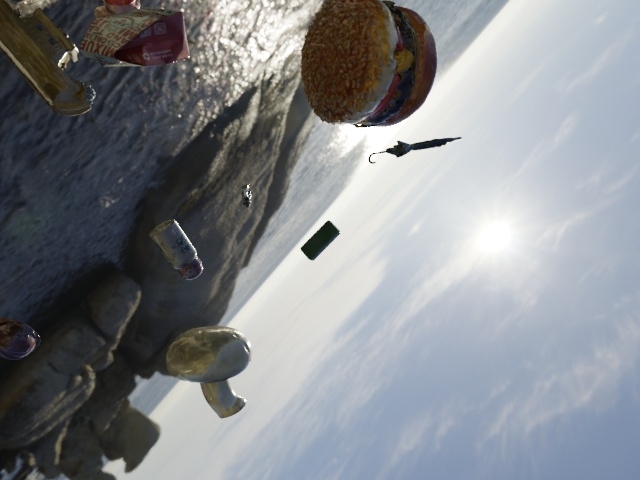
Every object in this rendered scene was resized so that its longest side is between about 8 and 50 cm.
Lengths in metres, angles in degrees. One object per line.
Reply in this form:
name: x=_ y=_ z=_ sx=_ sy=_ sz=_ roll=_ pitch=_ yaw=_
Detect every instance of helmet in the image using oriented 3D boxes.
helmet: x=-0.680 y=0.224 z=1.024 sx=0.089 sy=0.111 sz=0.057 roll=-44 pitch=-154 yaw=17

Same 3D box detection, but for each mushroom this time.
mushroom: x=-0.383 y=0.443 z=1.754 sx=0.315 sy=0.355 sz=0.315 roll=-58 pitch=180 yaw=-1

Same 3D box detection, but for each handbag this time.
handbag: x=-0.558 y=-0.605 z=1.426 sx=0.298 sy=0.170 sz=0.151 roll=-46 pitch=147 yaw=-46

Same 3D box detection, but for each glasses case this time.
glasses case: x=0.000 y=0.000 z=2.055 sx=0.184 sy=0.078 sz=0.039 roll=-45 pitch=159 yaw=7

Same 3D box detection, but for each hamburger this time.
hamburger: x=0.105 y=-0.446 z=1.197 sx=0.250 sy=0.330 sz=0.330 roll=-10 pitch=153 yaw=-43

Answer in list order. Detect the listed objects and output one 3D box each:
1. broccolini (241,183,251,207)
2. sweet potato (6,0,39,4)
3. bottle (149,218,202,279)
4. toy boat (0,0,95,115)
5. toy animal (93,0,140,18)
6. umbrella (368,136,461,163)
broccolini: x=-0.292 y=-0.191 z=1.894 sx=0.057 sy=0.071 sz=0.254 roll=-46 pitch=-176 yaw=-13
sweet potato: x=-1.000 y=-0.804 z=1.535 sx=0.075 sy=0.074 sz=0.269 roll=-48 pitch=-173 yaw=39
bottle: x=-0.532 y=0.042 z=1.770 sx=0.109 sy=0.233 sz=0.110 roll=-24 pitch=-158 yaw=11
toy boat: x=-0.588 y=-0.408 z=0.973 sx=0.121 sy=0.321 sz=0.089 roll=-42 pitch=-166 yaw=-19
toy animal: x=-0.803 y=-0.930 z=1.870 sx=0.197 sy=0.171 sz=0.171 roll=-42 pitch=-175 yaw=32
umbrella: x=0.230 y=-0.226 z=1.111 sx=0.268 sy=0.044 sz=0.044 roll=-18 pitch=127 yaw=-20
